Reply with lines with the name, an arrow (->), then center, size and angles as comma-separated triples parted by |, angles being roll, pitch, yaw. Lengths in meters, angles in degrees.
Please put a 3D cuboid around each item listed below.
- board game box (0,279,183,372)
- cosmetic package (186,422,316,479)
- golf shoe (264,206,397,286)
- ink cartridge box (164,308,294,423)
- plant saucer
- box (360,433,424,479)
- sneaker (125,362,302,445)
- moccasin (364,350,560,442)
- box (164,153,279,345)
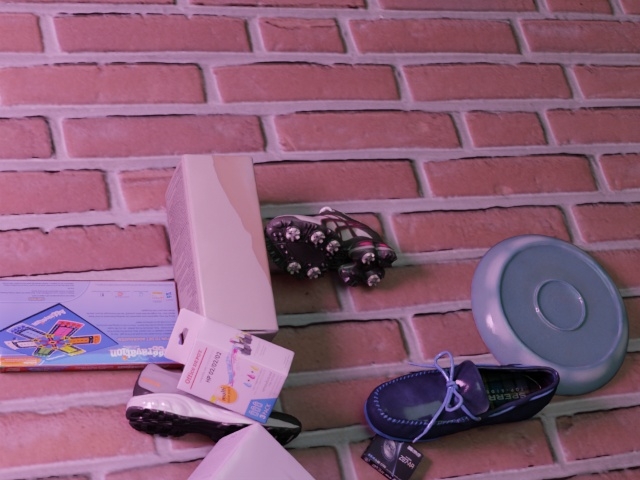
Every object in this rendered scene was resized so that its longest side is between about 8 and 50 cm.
board game box -> -0.356, 0.130, 1.932 | 0.281, 0.027, 0.145 | 1, 61, -21
cosmetic package -> -0.105, 0.427, 1.783 | 0.224, 0.138, 0.225 | 46, 55, -7
golf shoe -> 0.000, 0.000, 2.079 | 0.272, 0.105, 0.120 | 18, 32, -43
ink cartridge box -> -0.142, 0.184, 1.840 | 0.181, 0.104, 0.062 | 22, 32, -2
plant saucer -> 0.421, 0.122, 2.235 | 0.317, 0.044, 0.318 | 10, 60, -17
box -> 0.116, 0.347, 2.005 | 0.083, 0.018, 0.067 | 38, 56, 2
sneaker -> -0.155, 0.251, 1.905 | 0.271, 0.100, 0.108 | 16, 53, -13
moccasin -> 0.234, 0.239, 2.047 | 0.341, 0.117, 0.138 | -8, 62, -27
box -> -0.162, 0.031, 1.993 | 0.121, 0.148, 0.311 | 0, 64, -21
